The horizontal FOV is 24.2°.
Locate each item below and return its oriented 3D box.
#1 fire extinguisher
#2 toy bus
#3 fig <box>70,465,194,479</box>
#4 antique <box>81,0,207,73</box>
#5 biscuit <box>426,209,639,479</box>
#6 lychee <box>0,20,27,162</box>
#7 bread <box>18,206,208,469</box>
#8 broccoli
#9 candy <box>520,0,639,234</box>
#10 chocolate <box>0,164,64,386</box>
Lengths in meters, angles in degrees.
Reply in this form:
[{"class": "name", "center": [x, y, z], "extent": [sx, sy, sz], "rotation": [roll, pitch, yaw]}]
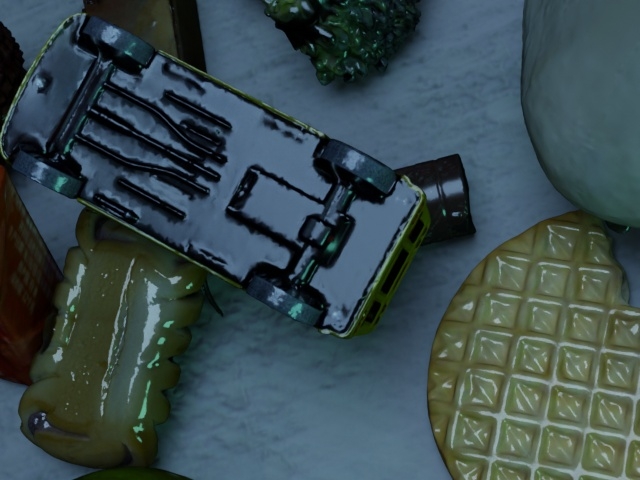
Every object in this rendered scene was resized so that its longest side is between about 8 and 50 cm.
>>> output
[{"class": "fire extinguisher", "center": [0.000, 0.000, 1.285], "extent": [0.268, 0.072, 0.089], "rotation": [-14, 103, 8]}, {"class": "toy bus", "center": [-0.084, -0.048, 1.194], "extent": [0.331, 0.151, 0.145], "rotation": [28, 90, 14]}, {"class": "fig", "center": [-0.177, 0.323, 1.140], "extent": [0.233, 0.233, 0.314], "rotation": [42, 111, 25]}, {"class": "antique", "center": [-0.161, -0.172, 1.386], "extent": [0.093, 0.087, 0.309], "rotation": [-14, 66, 10]}, {"class": "biscuit", "center": [0.188, 0.130, 1.195], "extent": [0.205, 0.040, 0.309], "rotation": [-21, 64, 5]}, {"class": "lychee", "center": [-0.352, -0.131, 1.369], "extent": [0.188, 0.188, 0.188], "rotation": [-5, 67, 12]}, {"class": "bread", "center": [-0.170, 0.084, 1.270], "extent": [0.134, 0.081, 0.225], "rotation": [16, 85, 24]}, {"class": "broccoli", "center": [-0.034, -0.270, 1.384], "extent": [0.304, 0.145, 0.165], "rotation": [38, 91, 35]}, {"class": "candy", "center": [0.323, -0.219, 1.178], "extent": [0.386, 0.186, 0.426], "rotation": [-22, 42, 18]}, {"class": "chocolate", "center": [-0.348, 0.010, 1.281], "extent": [0.237, 0.234, 0.108], "rotation": [15, 61, 20]}]
